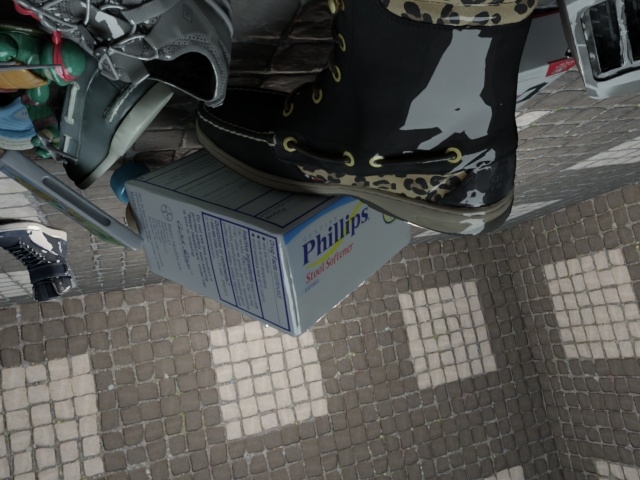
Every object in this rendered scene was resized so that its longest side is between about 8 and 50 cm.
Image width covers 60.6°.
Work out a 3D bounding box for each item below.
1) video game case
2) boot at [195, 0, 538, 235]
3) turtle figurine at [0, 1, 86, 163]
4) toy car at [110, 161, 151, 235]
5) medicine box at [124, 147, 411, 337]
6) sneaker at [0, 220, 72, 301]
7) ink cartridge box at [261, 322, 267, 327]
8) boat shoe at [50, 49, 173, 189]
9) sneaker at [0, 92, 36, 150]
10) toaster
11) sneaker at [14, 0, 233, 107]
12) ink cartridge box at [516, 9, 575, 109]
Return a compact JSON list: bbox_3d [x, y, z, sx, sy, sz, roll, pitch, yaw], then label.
[{"bbox_3d":[-0.357,-0.054,0.767,0.193,0.023,0.212,41,163,-28],"label":"video game case"},{"bbox_3d":[0.024,-0.171,0.536,0.378,0.138,0.284,22,143,21],"label":"boot"},{"bbox_3d":[-0.302,-0.149,0.508,0.234,0.118,0.175,2,159,12],"label":"turtle figurine"},{"bbox_3d":[-0.192,-0.088,0.939,0.238,0.219,0.210,-46,158,17],"label":"toy car"},{"bbox_3d":[-0.063,-0.038,0.754,0.289,0.149,0.263,19,-142,35],"label":"medicine box"},{"bbox_3d":[-0.624,0.049,1.187,0.086,0.163,0.226,-12,170,11],"label":"sneaker"},{"bbox_3d":[0.000,0.000,1.172,0.385,0.160,0.279,-35,179,-4],"label":"ink cartridge box"},{"bbox_3d":[-0.284,-0.150,0.691,0.099,0.116,0.319,42,153,-21],"label":"boat shoe"},{"bbox_3d":[-0.383,-0.147,0.630,0.162,0.073,0.063,2,-154,11],"label":"sneaker"},{"bbox_3d":[0.318,-0.242,0.526,0.168,0.110,0.185,-15,142,26],"label":"toaster"},{"bbox_3d":[-0.163,-0.187,0.439,0.105,0.115,0.281,-17,169,33],"label":"sneaker"},{"bbox_3d":[0.257,-0.233,0.767,0.128,0.072,0.175,-19,173,-15],"label":"ink cartridge box"}]
